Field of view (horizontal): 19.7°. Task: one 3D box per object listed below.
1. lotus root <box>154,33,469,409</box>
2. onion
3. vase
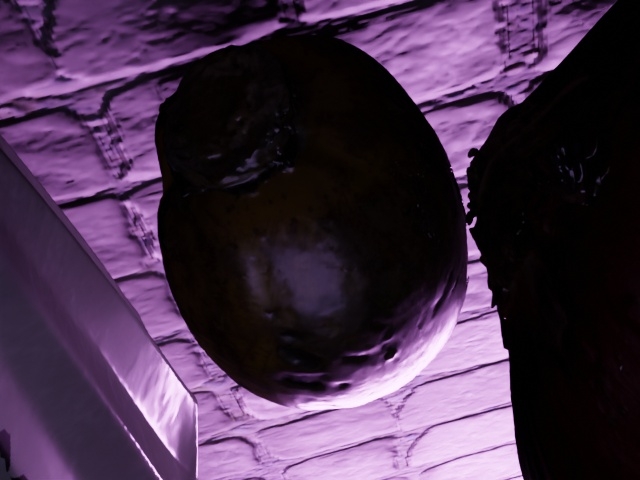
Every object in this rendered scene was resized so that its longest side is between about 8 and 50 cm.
[{"bbox_3d":[0.000,0.000,0.680,0.120,0.120,0.209,-17,151,5],"label":"lotus root"},{"bbox_3d":[0.189,0.016,0.651,0.285,0.273,0.273,9,154,-2],"label":"onion"},{"bbox_3d":[-0.139,0.028,0.634,0.165,0.165,0.360,-14,153,-2],"label":"vase"}]
